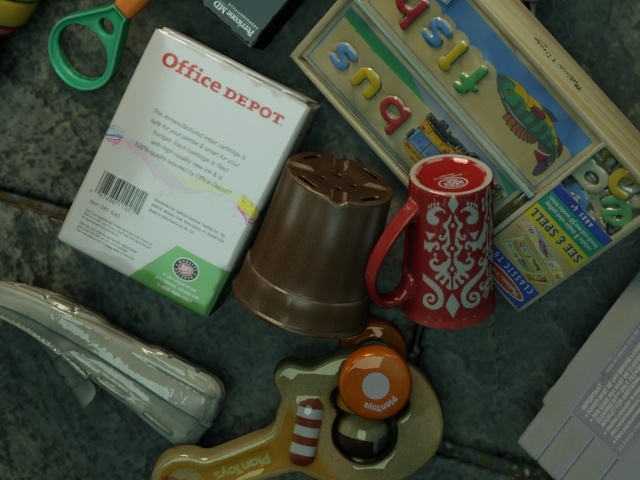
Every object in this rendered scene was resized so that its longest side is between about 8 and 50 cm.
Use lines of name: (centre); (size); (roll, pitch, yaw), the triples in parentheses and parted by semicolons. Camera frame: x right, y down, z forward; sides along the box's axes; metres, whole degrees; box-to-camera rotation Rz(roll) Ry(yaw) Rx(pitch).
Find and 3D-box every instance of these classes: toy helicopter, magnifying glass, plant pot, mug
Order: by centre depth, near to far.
mug: (0.133, 0.007, 1.679); (0.113, 0.150, 0.169); (22, 128, 31)
plant pot: (0.000, 0.000, 1.720); (0.167, 0.167, 0.165); (21, 116, 5)
magnifying glass: (-0.242, -0.255, 1.766); (0.092, 0.026, 0.231); (50, 128, -3)
toy helicopter: (-0.024, 0.254, 1.783); (0.355, 0.140, 0.235); (-19, 104, 4)

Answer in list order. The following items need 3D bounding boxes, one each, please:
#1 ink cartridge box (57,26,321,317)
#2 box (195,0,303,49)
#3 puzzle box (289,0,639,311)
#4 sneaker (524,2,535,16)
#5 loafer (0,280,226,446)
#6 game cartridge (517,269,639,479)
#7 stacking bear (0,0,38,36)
ink cartridge box: (-0.150, -0.083, 1.778); (0.201, 0.117, 0.278); (28, 100, 4)
box: (-0.115, -0.372, 1.750); (0.261, 0.103, 0.184); (41, 96, 2)
puzzle box: (0.172, -0.136, 1.683); (0.409, 0.052, 0.272); (48, 139, 1)
sneaker: (0.223, -0.237, 1.752); (0.037, 0.032, 0.083); (19, 98, 6)
loafer: (-0.271, 0.148, 1.825); (0.319, 0.112, 0.111); (27, 91, 4)
game cartridge: (0.393, 0.153, 1.647); (0.355, 0.068, 0.230); (-55, 50, 15)
stacking bear: (-0.403, -0.305, 1.776); (0.164, 0.175, 0.289); (20, 109, -13)
